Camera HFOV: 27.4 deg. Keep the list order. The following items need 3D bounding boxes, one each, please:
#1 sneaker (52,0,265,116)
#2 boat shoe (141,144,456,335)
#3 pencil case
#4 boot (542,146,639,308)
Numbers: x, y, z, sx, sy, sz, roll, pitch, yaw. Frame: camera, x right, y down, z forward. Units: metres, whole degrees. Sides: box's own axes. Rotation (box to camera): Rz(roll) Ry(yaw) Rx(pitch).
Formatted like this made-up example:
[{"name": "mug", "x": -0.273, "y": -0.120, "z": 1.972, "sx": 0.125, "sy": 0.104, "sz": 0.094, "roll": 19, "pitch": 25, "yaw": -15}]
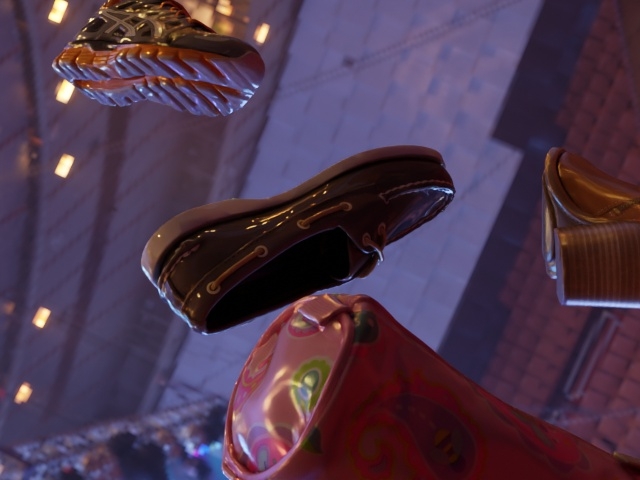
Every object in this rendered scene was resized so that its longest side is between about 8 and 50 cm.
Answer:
[{"name": "sneaker", "x": -0.125, "y": -0.154, "z": 1.034, "sx": 0.084, "sy": 0.215, "sz": 0.083, "roll": 46, "pitch": -116, "yaw": -45}, {"name": "boat shoe", "x": 0.000, "y": 0.000, "z": 1.208, "sx": 0.324, "sy": 0.097, "sz": 0.116, "roll": -18, "pitch": -37, "yaw": -29}, {"name": "pencil case", "x": 0.088, "y": 0.133, "z": 0.709, "sx": 0.124, "sy": 0.284, "sz": 0.124, "roll": -48, "pitch": 24, "yaw": 30}, {"name": "boot", "x": 0.310, "y": -0.017, "z": 1.153, "sx": 0.283, "sy": 0.220, "sz": 0.109, "roll": -76, "pitch": -17, "yaw": -75}]
